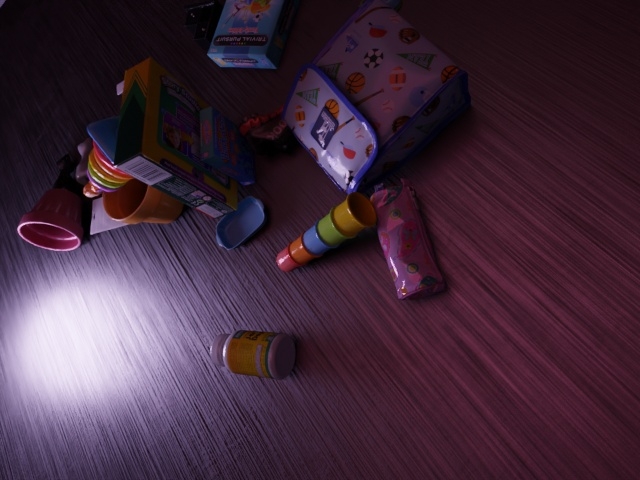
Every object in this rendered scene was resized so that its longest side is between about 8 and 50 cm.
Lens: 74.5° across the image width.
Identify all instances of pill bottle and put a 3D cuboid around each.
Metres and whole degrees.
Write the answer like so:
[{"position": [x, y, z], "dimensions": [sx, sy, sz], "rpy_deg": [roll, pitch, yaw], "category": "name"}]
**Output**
[{"position": [-0.183, 0.300, 1.122], "dimensions": [0.209, 0.118, 0.117], "rpy_deg": [-2, 77, 26], "category": "pill bottle"}]

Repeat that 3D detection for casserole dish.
[{"position": [-0.237, -0.050, 1.280], "dimensions": [0.188, 0.037, 0.114], "rpy_deg": [-40, 64, 13], "category": "casserole dish"}]

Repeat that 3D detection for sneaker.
[{"position": [-0.098, -0.340, 1.252], "dimensions": [0.276, 0.097, 0.134], "rpy_deg": [-23, 90, 5], "category": "sneaker"}]

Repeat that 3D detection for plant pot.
[{"position": [-0.986, -0.086, 1.576], "dimensions": [0.202, 0.201, 0.180], "rpy_deg": [-15, 55, 22], "category": "plant pot"}, {"position": [-0.558, -0.140, 1.371], "dimensions": [0.205, 0.188, 0.204], "rpy_deg": [-6, 75, 25], "category": "plant pot"}]

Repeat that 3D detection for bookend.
[{"position": [-0.434, -0.774, 1.533], "dimensions": [0.157, 0.072, 0.156], "rpy_deg": [7, 81, 28], "category": "bookend"}]

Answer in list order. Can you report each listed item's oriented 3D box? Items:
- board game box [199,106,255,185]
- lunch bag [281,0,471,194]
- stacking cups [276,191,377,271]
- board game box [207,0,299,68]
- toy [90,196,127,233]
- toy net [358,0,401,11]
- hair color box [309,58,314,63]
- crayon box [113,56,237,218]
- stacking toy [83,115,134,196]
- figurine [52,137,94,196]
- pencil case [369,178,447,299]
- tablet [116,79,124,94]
[{"position": [-0.272, -0.275, 1.253], "dimensions": [0.047, 0.210, 0.159], "rpy_deg": [-13, 73, 23], "category": "board game box"}, {"position": [0.119, -0.342, 1.061], "dimensions": [0.385, 0.239, 0.327], "rpy_deg": [-42, 71, 15], "category": "lunch bag"}, {"position": [0.000, 0.000, 1.070], "dimensions": [0.316, 0.096, 0.095], "rpy_deg": [-37, 62, 38], "category": "stacking cups"}, {"position": [-0.214, -0.754, 1.417], "dimensions": [0.254, 0.079, 0.335], "rpy_deg": [14, 84, 28], "category": "board game box"}, {"position": [-0.710, -0.104, 1.512], "dimensions": [0.238, 0.056, 0.136], "rpy_deg": [-14, 68, 17], "category": "toy"}, {"position": [0.185, -0.779, 1.252], "dimensions": [0.122, 0.045, 0.232], "rpy_deg": [3, 77, 28], "category": "toy net"}, {"position": [0.013, -0.483, 1.256], "dimensions": [0.072, 0.043, 0.141], "rpy_deg": [-44, 63, 0], "category": "hair color box"}, {"position": [-0.389, -0.275, 1.204], "dimensions": [0.106, 0.363, 0.312], "rpy_deg": [-17, 64, 23], "category": "crayon box"}, {"position": [-0.622, -0.210, 1.238], "dimensions": [0.302, 0.175, 0.165], "rpy_deg": [-34, 96, 32], "category": "stacking toy"}, {"position": [-0.968, -0.286, 1.669], "dimensions": [0.215, 0.092, 0.209], "rpy_deg": [-29, 63, 16], "category": "figurine"}, {"position": [0.206, -0.001, 1.004], "dimensions": [0.124, 0.124, 0.283], "rpy_deg": [-20, 69, 20], "category": "pencil case"}, {"position": [-0.798, -0.631, 1.712], "dimensions": [0.083, 0.006, 0.054], "rpy_deg": [-20, 69, 20], "category": "tablet"}]
